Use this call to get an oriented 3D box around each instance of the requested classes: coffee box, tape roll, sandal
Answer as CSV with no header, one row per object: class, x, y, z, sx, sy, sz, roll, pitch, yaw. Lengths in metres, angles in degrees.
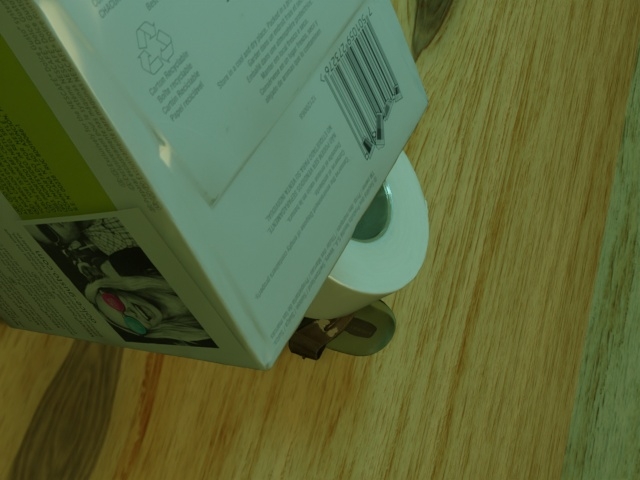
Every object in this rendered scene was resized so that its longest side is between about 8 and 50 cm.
coffee box,-0.161,-0.142,0.765,0.337,0.335,0.338,-58,134,-34
tape roll,0.006,-0.047,1.129,0.286,0.100,0.286,23,53,-34
sandal,0.007,0.110,1.188,0.303,0.086,0.120,16,119,-42
